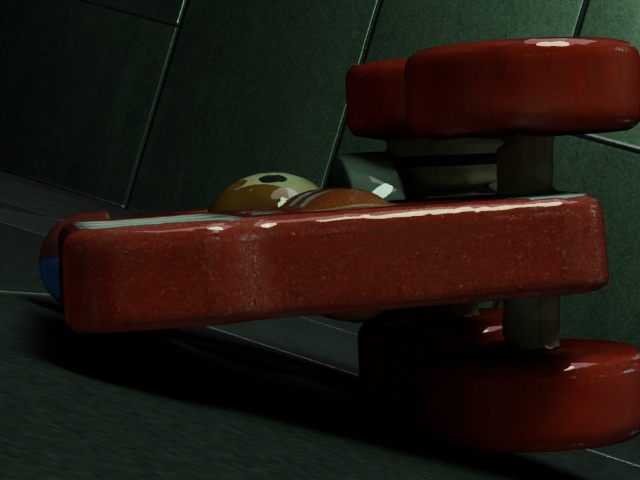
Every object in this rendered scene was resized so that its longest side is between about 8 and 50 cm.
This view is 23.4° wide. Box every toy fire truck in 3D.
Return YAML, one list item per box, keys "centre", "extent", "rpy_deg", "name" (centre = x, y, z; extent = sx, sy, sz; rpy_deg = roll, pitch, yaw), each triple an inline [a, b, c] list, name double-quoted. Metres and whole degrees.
- centre: [0.000, 0.000, 0.710]
  extent: [0.253, 0.169, 0.302]
  rpy_deg: [-2, 4, -11]
  name: "toy fire truck"
